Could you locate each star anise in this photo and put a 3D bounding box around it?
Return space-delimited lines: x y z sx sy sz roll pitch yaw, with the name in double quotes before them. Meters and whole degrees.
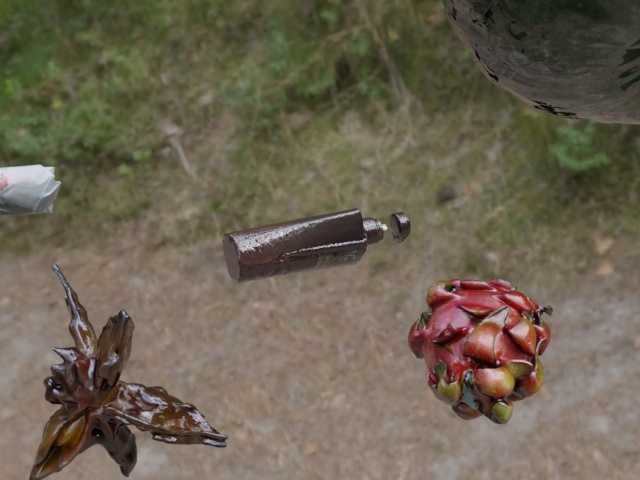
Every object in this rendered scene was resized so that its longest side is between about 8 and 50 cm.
"star anise" -0.167 0.101 0.977 0.158 0.140 0.144 -19 25 9

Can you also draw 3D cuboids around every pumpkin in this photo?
"pumpkin" 0.241 -0.223 0.891 0.328 0.291 0.257 -16 58 18

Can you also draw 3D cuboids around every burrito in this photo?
"burrito" -0.438 -0.060 1.605 0.203 0.064 0.064 -5 23 -15

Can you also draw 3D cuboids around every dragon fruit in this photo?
"dragon fruit" 0.267 0.178 2.087 0.227 0.243 0.307 15 -9 -3

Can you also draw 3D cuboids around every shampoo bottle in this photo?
"shampoo bottle" 0.000 0.002 1.508 0.236 0.067 0.068 -11 -8 -23
